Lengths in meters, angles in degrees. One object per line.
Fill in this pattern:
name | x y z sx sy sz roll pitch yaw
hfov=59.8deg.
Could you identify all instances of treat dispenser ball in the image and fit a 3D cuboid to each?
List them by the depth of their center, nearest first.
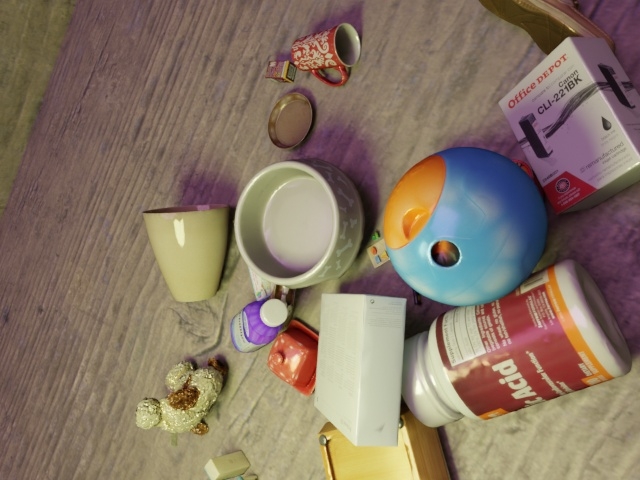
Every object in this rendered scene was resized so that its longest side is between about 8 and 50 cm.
treat dispenser ball | 0.258 -0.024 1.011 0.288 0.288 0.288 -7 79 36

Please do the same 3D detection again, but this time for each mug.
mug | 0.007 -0.508 1.532 0.169 0.113 0.150 5 84 41

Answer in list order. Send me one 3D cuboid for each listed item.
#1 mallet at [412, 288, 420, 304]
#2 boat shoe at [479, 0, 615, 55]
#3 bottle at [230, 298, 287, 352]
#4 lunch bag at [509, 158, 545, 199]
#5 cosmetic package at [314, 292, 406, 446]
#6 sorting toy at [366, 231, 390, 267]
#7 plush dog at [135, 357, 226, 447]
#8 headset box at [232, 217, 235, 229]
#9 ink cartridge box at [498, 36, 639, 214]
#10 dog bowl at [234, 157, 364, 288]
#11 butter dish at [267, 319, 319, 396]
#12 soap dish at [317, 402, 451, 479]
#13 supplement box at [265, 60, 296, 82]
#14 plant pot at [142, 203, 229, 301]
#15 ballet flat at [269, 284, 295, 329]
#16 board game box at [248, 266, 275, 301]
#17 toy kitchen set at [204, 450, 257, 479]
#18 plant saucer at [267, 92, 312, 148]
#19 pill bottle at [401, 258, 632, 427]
mallet | 0.209 0.056 1.315 0.039 0.062 0.189 -14 75 34
boat shoe | 0.481 -0.484 1.158 0.110 0.121 0.341 -43 70 -2
bottle | -0.164 0.222 1.480 0.283 0.092 0.118 -41 58 60
lunch bag | 0.323 -0.040 1.208 0.293 0.120 0.258 6 87 37
cosmetic package | 0.075 0.262 1.230 0.377 0.097 0.284 160 117 -77
sorting toy | 0.143 0.021 1.402 0.062 0.012 0.083 -36 63 28
plush dog | -0.373 0.456 1.619 0.210 0.262 0.225 42 123 -1
headset box | -0.222 -0.053 1.679 0.083 0.032 0.062 -32 65 31
ink cartridge box | 0.493 -0.217 1.059 0.197 0.114 0.272 -47 57 54
dog bowl | -0.067 -0.042 1.401 0.349 0.102 0.348 -1 88 30
butter dish | -0.080 0.308 1.458 0.160 0.118 0.160 29 101 37
soap dish | 0.136 0.506 1.263 0.291 0.118 0.228 -24 69 31
supplement box | -0.118 -0.505 1.666 0.083 0.043 0.055 14 91 37
plant pot | -0.392 0.038 1.682 0.257 0.256 0.274 3 100 37
ballet flat | -0.102 0.149 1.514 0.073 0.067 0.206 5 96 -6
board game box | -0.157 0.090 1.610 0.103 0.026 0.154 -30 66 30
toy kitchen set | -0.247 0.720 1.516 0.207 0.122 0.166 47 111 33
plant saucer | -0.084 -0.345 1.624 0.168 0.029 0.168 -7 79 37
pill bottle | 0.353 0.214 1.078 0.392 0.224 0.224 -31 65 30
